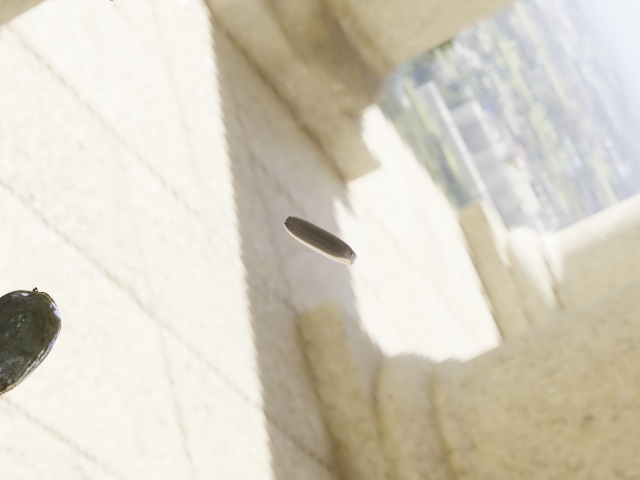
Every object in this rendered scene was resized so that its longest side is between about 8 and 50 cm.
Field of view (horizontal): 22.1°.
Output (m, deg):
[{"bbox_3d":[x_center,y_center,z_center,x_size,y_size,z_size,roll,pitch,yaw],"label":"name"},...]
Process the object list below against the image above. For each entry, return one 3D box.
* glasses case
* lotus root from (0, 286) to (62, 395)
[{"bbox_3d":[0.000,0.000,1.628,0.083,0.021,0.032,28,-15,24],"label":"glasses case"},{"bbox_3d":[-0.332,0.115,1.718,0.165,0.088,0.088,-57,130,-28],"label":"lotus root"}]
